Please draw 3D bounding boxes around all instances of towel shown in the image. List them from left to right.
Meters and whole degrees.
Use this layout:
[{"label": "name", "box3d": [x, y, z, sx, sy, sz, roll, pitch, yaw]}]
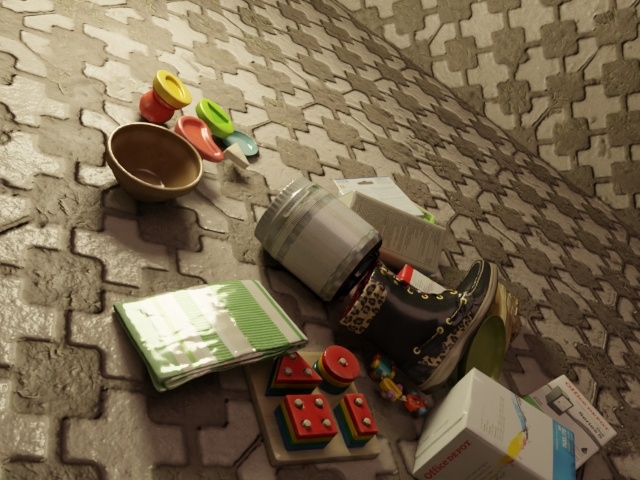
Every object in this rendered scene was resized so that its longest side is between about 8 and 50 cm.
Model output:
[{"label": "towel", "box3d": [-0.220, 0.176, 1.349, 0.325, 0.038, 0.248, -11, 40, -33]}]

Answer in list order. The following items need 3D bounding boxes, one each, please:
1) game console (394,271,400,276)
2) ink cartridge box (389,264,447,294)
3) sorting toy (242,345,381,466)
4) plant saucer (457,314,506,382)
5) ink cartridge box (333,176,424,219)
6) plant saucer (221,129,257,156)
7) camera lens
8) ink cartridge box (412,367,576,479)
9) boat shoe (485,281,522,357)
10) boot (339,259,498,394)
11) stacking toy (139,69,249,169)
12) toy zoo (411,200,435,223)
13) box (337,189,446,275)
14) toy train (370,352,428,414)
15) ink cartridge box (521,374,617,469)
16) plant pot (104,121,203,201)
[{"label": "game console", "box3d": [0.285, 0.123, 1.885, 0.122, 0.071, 0.107, 18, 37, -23]}, {"label": "ink cartridge box", "box3d": [0.242, 0.159, 1.746, 0.231, 0.134, 0.078, 33, 34, -3]}, {"label": "sorting toy", "box3d": [-0.007, 0.321, 1.376, 0.257, 0.089, 0.255, 8, 42, -33]}, {"label": "plant saucer", "box3d": [0.401, 0.300, 1.664, 0.037, 0.241, 0.241, 12, 19, 36]}, {"label": "ink cartridge box", "box3d": [0.175, -0.118, 2.066, 0.223, 0.045, 0.224, -6, 41, -28]}, {"label": "plant saucer", "box3d": [-0.247, -0.289, 1.995, 0.119, 0.021, 0.119, 22, 36, -17]}, {"label": "camera lens", "box3d": [0.000, 0.000, 1.663, 0.274, 0.219, 0.219, 40, 34, 8]}, {"label": "ink cartridge box", "box3d": [0.373, 0.458, 1.427, 0.270, 0.198, 0.197, 34, 34, -1]}, {"label": "boat shoe", "box3d": [0.527, 0.237, 1.902, 0.110, 0.121, 0.341, 32, 32, -1]}, {"label": "boot", "box3d": [0.243, 0.143, 1.600, 0.284, 0.138, 0.377, 34, 69, -1]}, {"label": "stacking toy", "box3d": [-0.365, -0.295, 1.865, 0.279, 0.130, 0.309, 21, 37, -52]}, {"label": "toy zoo", "box3d": [0.267, -0.049, 2.121, 0.192, 0.030, 0.293, 32, 34, -2]}, {"label": "box", "box3d": [0.186, -0.014, 1.879, 0.311, 0.121, 0.148, 23, 73, -18]}, {"label": "toy train", "box3d": [0.174, 0.340, 1.551, 0.125, 0.046, 0.166, 17, 34, -42]}, {"label": "ink cartridge box", "box3d": [0.586, 0.473, 1.661, 0.273, 0.115, 0.198, -9, 53, -46]}, {"label": "plant pot", "box3d": [-0.415, -0.171, 1.623, 0.237, 0.109, 0.237, 20, 40, -18]}]
